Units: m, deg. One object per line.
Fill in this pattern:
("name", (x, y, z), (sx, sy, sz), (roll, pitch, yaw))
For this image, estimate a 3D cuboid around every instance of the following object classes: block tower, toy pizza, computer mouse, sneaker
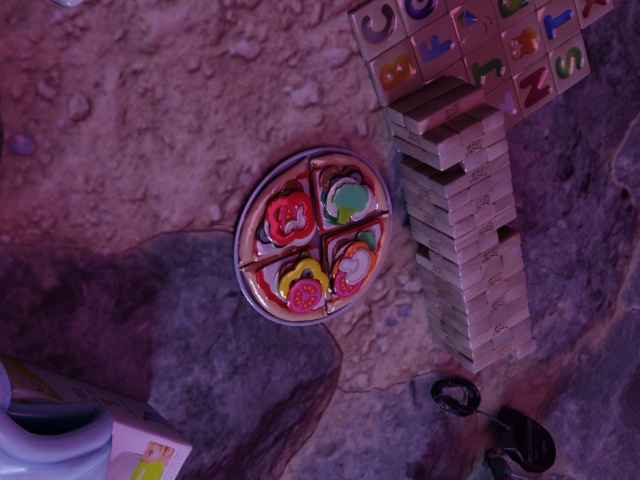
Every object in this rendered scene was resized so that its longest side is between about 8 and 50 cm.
("block tower", (0.162, -0.006, 1.282), (0.097, 0.091, 0.335), (-28, 123, -20))
("toy pizza", (0.000, 0.000, 1.219), (0.201, 0.032, 0.201), (-12, 114, -30))
("computer mouse", (0.216, 0.235, 1.448), (0.242, 0.041, 0.071), (34, 48, -32))
("sneaker", (-0.322, 0.140, 0.882), (0.366, 0.135, 0.150), (22, 89, -44))

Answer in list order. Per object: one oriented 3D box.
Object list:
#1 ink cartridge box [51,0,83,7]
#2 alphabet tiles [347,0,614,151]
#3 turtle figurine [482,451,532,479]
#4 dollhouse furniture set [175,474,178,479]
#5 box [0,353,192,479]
("ink cartridge box", (-0.161, -0.415, 0.933), (0.324, 0.071, 0.330), (-36, 121, -17))
("alphabet tiles", (0.190, -0.255, 1.266), (0.342, 0.011, 0.285), (-34, 123, -19))
("turtle figurine", (0.232, 0.355, 1.444), (0.234, 0.118, 0.175), (-3, 77, -16))
("dollhouse furniture set", (-0.116, 0.286, 1.216), (0.114, 0.081, 0.091), (2, 106, -35))
("box", (-0.246, 0.196, 1.081), (0.203, 0.103, 0.114), (28, 90, -38))
